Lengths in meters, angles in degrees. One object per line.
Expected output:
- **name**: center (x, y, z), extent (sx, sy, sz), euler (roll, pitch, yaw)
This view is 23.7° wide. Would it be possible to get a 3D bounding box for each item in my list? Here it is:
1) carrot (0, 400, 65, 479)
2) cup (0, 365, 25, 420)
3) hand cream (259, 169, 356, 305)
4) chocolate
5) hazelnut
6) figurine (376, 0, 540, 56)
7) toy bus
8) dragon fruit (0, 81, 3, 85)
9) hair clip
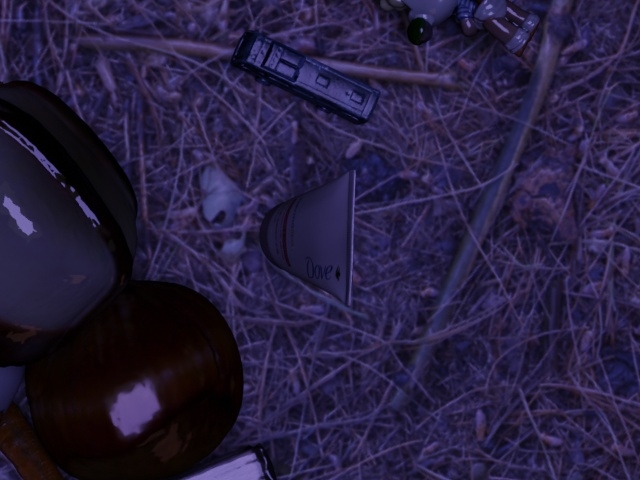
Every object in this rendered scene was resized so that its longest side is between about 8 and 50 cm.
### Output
- **carrot**: center (-0.300, 0.238, 1.608), extent (0.047, 0.047, 0.191), euler (-37, 67, -10)
- **cup**: center (-0.444, 0.191, 1.531), extent (0.212, 0.212, 0.317), euler (31, 83, -10)
- **hand cream**: center (0.000, 0.000, 1.607), extent (0.083, 0.248, 0.133), euler (0, 89, -14)
- **chocolate**: center (-0.299, -0.037, 1.475), extent (0.283, 0.283, 0.186), euler (44, 112, -9)
- **hazelnut**: center (-0.190, 0.143, 1.597), extent (0.229, 0.229, 0.229), euler (0, 90, -12)
- **figurine**: center (0.146, -0.268, 1.708), extent (0.197, 0.093, 0.147), euler (35, 57, -3)
- **toy bus**: center (-0.016, -0.181, 1.695), extent (0.166, 0.065, 0.047), euler (24, 86, -12)
- **dragon fruit**: center (-0.322, -0.124, 1.605), extent (0.162, 0.106, 0.083), euler (15, 51, -11)
- **hair clip**: center (-0.208, 0.305, 1.644), extent (0.331, 0.101, 0.085), euler (-19, 98, -9)
